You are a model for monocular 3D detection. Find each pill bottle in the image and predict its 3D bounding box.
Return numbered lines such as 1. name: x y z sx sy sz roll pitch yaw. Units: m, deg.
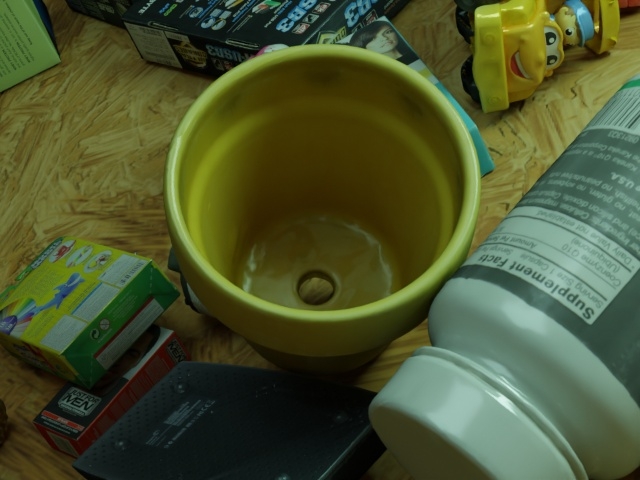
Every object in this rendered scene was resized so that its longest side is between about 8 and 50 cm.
1. pill bottle: 0.215 0.055 1.448 0.361 0.204 0.204 -47 42 -17

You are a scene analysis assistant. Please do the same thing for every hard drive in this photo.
1. hard drive: -0.071 0.179 1.578 0.254 0.054 0.172 6 38 41

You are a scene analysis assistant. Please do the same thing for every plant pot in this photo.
1. plant pot: 0.000 0.000 1.574 0.254 0.239 0.254 0 64 -1

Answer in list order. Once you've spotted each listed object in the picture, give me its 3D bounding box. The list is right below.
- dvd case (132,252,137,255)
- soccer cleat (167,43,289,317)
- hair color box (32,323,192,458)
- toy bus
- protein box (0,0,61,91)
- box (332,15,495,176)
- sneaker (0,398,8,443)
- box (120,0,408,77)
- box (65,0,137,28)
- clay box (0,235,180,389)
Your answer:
1. dvd case: -0.214 0.068 1.847 0.087 0.013 0.119 -24 40 5
2. soccer cleat: -0.036 -0.057 1.815 0.143 0.116 0.331 1 52 20
3. hair color box: -0.194 0.139 1.731 0.072 0.043 0.141 15 55 43
4. toy bus: 0.235 -0.243 1.841 0.211 0.149 0.220 -3 45 5
5. protein box: -0.452 -0.275 2.218 0.201 0.200 0.136 -27 38 3
6. box: 0.076 -0.128 1.853 0.100 0.060 0.244 -30 39 -2
7. sneaker: -0.381 0.204 1.751 0.185 0.069 0.084 -43 46 -20
8. box: -0.031 -0.297 2.095 0.293 0.073 0.295 18 57 42
9. box: -0.220 -0.335 2.244 0.180 0.077 0.147 23 60 45
10. clay box: -0.239 0.064 1.787 0.127 0.053 0.222 -47 26 -17
